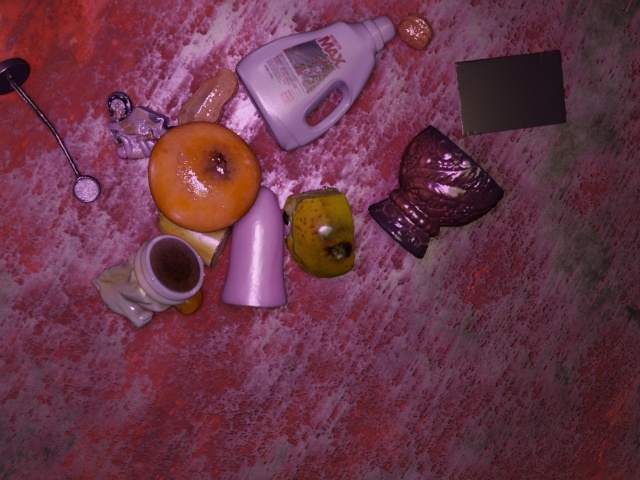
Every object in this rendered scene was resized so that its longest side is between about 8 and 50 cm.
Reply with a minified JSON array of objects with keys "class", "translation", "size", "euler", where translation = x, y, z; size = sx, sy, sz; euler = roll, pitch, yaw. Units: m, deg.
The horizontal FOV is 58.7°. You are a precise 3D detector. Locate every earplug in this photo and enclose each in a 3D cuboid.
[{"class":"earplug","translation":[-0.163,0.009,1.458],"size":[0.172,0.172,0.301],"euler":[3,91,-6]}]

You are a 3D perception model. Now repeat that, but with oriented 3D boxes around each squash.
[{"class":"squash","translation":[-0.329,-0.019,1.450],"size":[0.186,0.123,0.123],"euler":[27,94,-7]}]

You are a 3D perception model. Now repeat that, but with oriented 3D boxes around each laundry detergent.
[{"class":"laundry detergent","translation":[0.014,-0.426,1.438],"size":[0.398,0.125,0.264],"euler":[-31,98,-4]}]

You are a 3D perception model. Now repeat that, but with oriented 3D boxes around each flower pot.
[{"class":"flower pot","translation":[0.277,-0.110,1.445],"size":[0.266,0.266,0.267],"euler":[41,103,-9]}]

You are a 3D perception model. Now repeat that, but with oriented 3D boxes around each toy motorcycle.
[{"class":"toy motorcycle","translation":[-0.450,-0.260,1.426],"size":[0.225,0.073,0.152],"euler":[31,109,-4]}]

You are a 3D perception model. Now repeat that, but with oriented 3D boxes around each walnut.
[{"class":"walnut","translation":[0.245,-0.541,1.468],"size":[0.096,0.082,0.079],"euler":[43,63,-8]}]

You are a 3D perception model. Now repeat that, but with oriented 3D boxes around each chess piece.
[{"class":"chess piece","translation":[-0.440,0.114,1.412],"size":[0.298,0.176,0.176],"euler":[-27,101,35]}]

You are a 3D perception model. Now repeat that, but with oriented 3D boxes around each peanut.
[{"class":"peanut","translation":[-0.280,-0.347,1.432],"size":[0.093,0.083,0.194],"euler":[45,92,5]}]

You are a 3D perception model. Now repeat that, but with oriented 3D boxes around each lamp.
[{"class":"lamp","translation":[-0.670,-0.271,1.425],"size":[0.130,0.108,0.371],"euler":[-41,114,-12]}]

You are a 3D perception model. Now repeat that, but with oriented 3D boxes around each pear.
[{"class":"pear","translation":[0.000,0.000,1.422],"size":[0.164,0.255,0.238],"euler":[-8,103,-6]}]

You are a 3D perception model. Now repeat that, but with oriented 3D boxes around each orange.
[{"class":"orange","translation":[-0.352,0.145,1.485],"size":[0.085,0.085,0.095],"euler":[-29,110,-2]}]

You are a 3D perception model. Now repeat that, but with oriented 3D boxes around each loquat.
[{"class":"loquat","translation":[-0.273,-0.149,1.333],"size":[0.263,0.263,0.263],"euler":[-1,97,-6]}]

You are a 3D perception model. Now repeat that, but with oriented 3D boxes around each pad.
[{"class":"pad","translation":[0.520,-0.401,1.549],"size":[0.300,0.005,0.202],"euler":[-9,97,-5]}]
